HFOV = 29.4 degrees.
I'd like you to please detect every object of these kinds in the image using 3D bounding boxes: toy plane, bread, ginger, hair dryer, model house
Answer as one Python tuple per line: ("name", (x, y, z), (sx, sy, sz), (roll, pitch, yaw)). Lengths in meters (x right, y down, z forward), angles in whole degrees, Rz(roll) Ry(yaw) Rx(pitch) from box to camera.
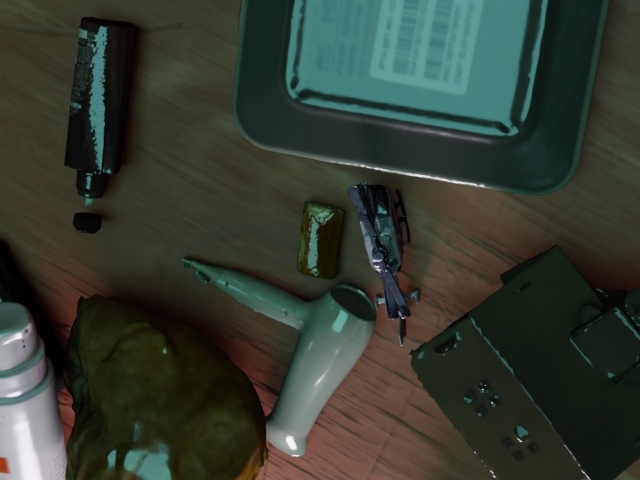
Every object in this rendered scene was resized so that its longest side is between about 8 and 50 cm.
("toy plane", (0.069, 0.015, 1.308), (0.053, 0.078, 0.197), (-9, 114, 14))
("bread", (0.000, 0.000, 1.342), (0.047, 0.036, 0.083), (9, 102, 4))
("ginger", (-0.169, 0.194, 1.343), (0.223, 0.200, 0.269), (5, 66, -16))
("hair dryer", (-0.072, 0.102, 1.377), (0.237, 0.075, 0.206), (35, 114, 13))
("model house", (0.261, 0.106, 1.202), (0.243, 0.204, 0.211), (-38, 90, 28))

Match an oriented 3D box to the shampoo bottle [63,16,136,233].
("shampoo bottle", (-0.248, -0.127, 1.362), (0.067, 0.068, 0.236), (11, 104, 10))

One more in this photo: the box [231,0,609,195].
("box", (0.103, -0.250, 1.237), (0.373, 0.090, 0.367), (10, 103, 11))

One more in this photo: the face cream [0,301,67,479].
("face cream", (-0.342, 0.217, 1.377), (0.102, 0.102, 0.345), (9, 126, 13))

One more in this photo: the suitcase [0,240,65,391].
("suitcase", (-0.457, 0.145, 1.474), (0.286, 0.066, 0.206), (-28, 94, 18))
